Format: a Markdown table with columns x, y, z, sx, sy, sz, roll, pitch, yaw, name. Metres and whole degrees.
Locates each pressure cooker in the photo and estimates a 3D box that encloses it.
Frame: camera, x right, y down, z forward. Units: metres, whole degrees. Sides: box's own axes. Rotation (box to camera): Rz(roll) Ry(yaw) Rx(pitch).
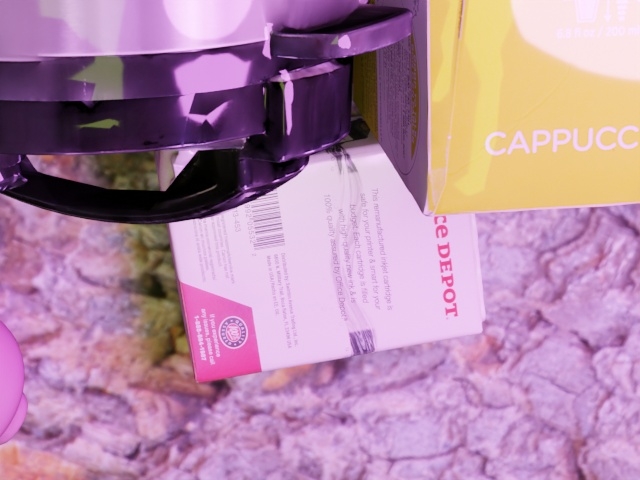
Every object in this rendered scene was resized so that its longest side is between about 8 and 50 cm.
| x | y | z | sx | sy | sz | roll | pitch | yaw | name |
| --- | --- | --- | --- | --- | --- | --- | --- | --- | --- |
| -0.152 | -0.217 | 1.185 | 0.375 | 0.370 | 0.420 | -5 | 108 | -13 | pressure cooker |

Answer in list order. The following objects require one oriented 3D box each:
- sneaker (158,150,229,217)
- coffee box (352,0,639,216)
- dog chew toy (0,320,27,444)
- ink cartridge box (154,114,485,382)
| x | y | z | sx | sy | sz | roll | pitch | yaw | name |
| --- | --- | --- | --- | --- | --- | --- | --- | --- | --- |
| -0.064 | -0.160 | 1.437 | 0.110 | 0.118 | 0.292 | 10 | 100 | -43 | sneaker |
| 0.204 | -0.229 | 1.373 | 0.337 | 0.334 | 0.338 | -3 | 110 | -8 | coffee box |
| -0.365 | 0.061 | 1.461 | 0.332 | 0.206 | 0.207 | 33 | 101 | -27 | dog chew toy |
| 0.000 | 0.000 | 1.545 | 0.237 | 0.100 | 0.172 | -10 | 111 | -5 | ink cartridge box |
